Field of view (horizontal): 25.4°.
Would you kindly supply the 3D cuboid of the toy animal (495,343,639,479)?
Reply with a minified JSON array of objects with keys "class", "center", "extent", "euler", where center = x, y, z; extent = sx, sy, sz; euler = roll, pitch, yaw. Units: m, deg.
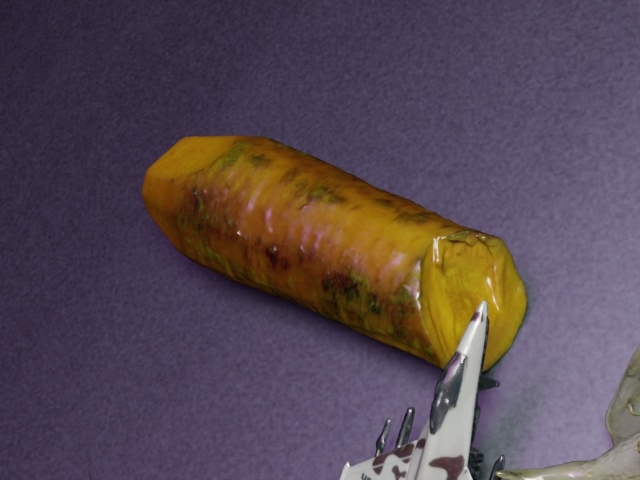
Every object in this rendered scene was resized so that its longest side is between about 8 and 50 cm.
[{"class":"toy animal","center":[0.189,0.125,0.854],"extent":[0.155,0.095,0.219],"euler":[4,57,-6]}]

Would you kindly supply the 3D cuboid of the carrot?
[{"class":"carrot","center":[0.000,0.000,1.033],"extent":[0.302,0.114,0.114],"euler":[23,78,35]}]

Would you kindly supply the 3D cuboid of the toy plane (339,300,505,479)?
[{"class":"toy plane","center":[0.079,0.156,0.924],"extent":[0.160,0.082,0.234],"euler":[24,89,44]}]
